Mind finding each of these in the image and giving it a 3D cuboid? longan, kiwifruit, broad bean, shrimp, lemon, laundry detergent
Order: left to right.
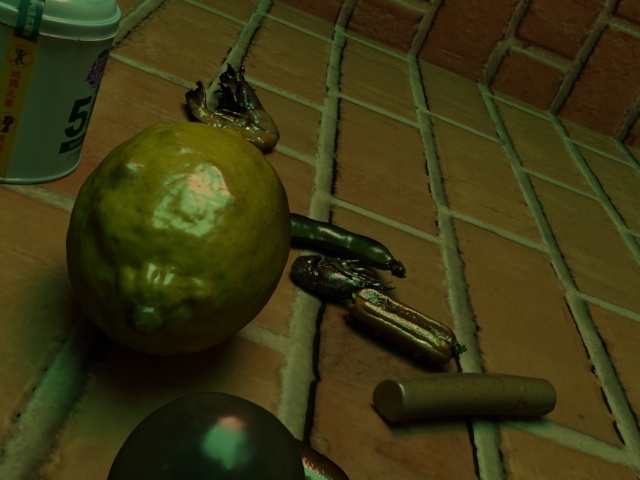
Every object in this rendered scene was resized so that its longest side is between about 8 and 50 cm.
[{"bbox_3d":[-0.459,-0.285,1.262,0.287,0.305,0.287,20,26,-10],"label":"laundry detergent"},{"bbox_3d":[-0.171,-0.001,1.027,0.285,0.285,0.316,33,50,18],"label":"lemon"},{"bbox_3d":[-0.103,0.223,0.778,0.187,0.167,0.167,-23,49,-30],"label":"longan"},{"bbox_3d":[-0.197,-0.272,1.751,0.178,0.075,0.289,1,47,-35],"label":"shrimp"},{"bbox_3d":[-0.022,0.248,0.887,0.124,0.075,0.075,33,27,11],"label":"kiwifruit"},{"bbox_3d":[0.000,0.000,1.391,0.292,0.049,0.144,15,14,-5],"label":"broad bean"},{"bbox_3d":[0.035,0.058,1.307,0.165,0.057,0.065,10,41,0],"label":"shrimp"}]

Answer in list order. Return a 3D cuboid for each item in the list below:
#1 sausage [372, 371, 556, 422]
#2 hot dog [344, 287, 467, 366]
[{"bbox_3d":[0.207,0.212,1.167,0.301,0.066,0.066,7,30,-35],"label":"sausage"},{"bbox_3d":[0.123,0.130,1.257,0.188,0.055,0.072,28,29,8],"label":"hot dog"}]
